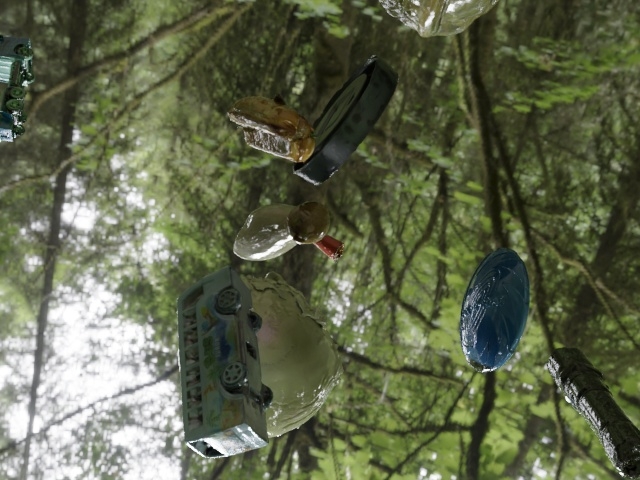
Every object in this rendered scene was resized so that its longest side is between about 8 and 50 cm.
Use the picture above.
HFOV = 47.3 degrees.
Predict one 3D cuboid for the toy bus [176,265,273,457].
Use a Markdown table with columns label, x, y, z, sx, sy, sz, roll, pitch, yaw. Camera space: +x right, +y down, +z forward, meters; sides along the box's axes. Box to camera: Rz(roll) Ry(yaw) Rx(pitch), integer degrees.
| label | x | y | z | sx | sy | sz | roll | pitch | yaw |
| --- | --- | --- | --- | --- | --- | --- | --- | --- | --- |
| toy bus | -0.172 | 0.206 | 1.272 | 0.136 | 0.109 | 0.329 | -22 | -132 | 11 |

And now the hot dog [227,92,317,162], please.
| label | x | y | z | sx | sy | sz | roll | pitch | yaw |
| --- | --- | --- | --- | --- | --- | --- | --- | --- | --- |
| hot dog | -0.077 | -0.189 | 1.180 | 0.104 | 0.076 | 0.250 | 53 | 171 | -25 |

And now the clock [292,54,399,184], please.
| label | x | y | z | sx | sy | sz | roll | pitch | yaw |
| --- | --- | --- | --- | --- | --- | --- | --- | --- | --- |
| clock | 0.052 | -0.268 | 1.646 | 0.067 | 0.325 | 0.325 | 35 | -162 | -14 |

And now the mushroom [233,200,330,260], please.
| label | x | y | z | sx | sy | sz | roll | pitch | yaw |
| --- | --- | --- | --- | --- | --- | --- | --- | --- | --- |
| mushroom | -0.103 | -0.022 | 1.735 | 0.128 | 0.128 | 0.350 | -2 | 174 | -34 |

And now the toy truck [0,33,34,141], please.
| label | x | y | z | sx | sy | sz | roll | pitch | yaw |
| --- | --- | --- | --- | --- | --- | --- | --- | --- | --- |
| toy truck | -0.473 | -0.225 | 1.084 | 0.081 | 0.067 | 0.175 | 4 | -122 | -15 |

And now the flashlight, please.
| label | x | y | z | sx | sy | sz | roll | pitch | yaw |
| --- | --- | --- | --- | --- | --- | --- | --- | --- | --- |
| flashlight | 0.570 | 0.345 | 1.510 | 0.103 | 0.103 | 0.424 | 12 | -164 | -2 |

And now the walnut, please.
| label | x | y | z | sx | sy | sz | roll | pitch | yaw |
| --- | --- | --- | --- | --- | --- | --- | --- | --- | --- |
| walnut | 0.248 | -0.566 | 1.523 | 0.282 | 0.253 | 0.277 | 35 | -178 | 3 |

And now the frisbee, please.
| label | x | y | z | sx | sy | sz | roll | pitch | yaw |
| --- | --- | --- | --- | --- | --- | --- | --- | --- | --- |
| frisbee | 0.315 | 0.128 | 1.386 | 0.045 | 0.242 | 0.242 | 13 | -159 | -13 |

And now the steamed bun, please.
| label | x | y | z | sx | sy | sz | roll | pitch | yaw |
| --- | --- | --- | --- | --- | --- | --- | --- | --- | --- |
| steamed bun | -0.131 | 0.234 | 1.541 | 0.334 | 0.233 | 0.312 | 34 | -133 | 15 |

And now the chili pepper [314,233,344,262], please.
| label | x | y | z | sx | sy | sz | roll | pitch | yaw |
| --- | --- | --- | --- | --- | --- | --- | --- | --- | --- |
| chili pepper | 0.001 | 0.001 | 2.529 | 0.169 | 0.088 | 0.065 | 33 | -124 | 20 |
